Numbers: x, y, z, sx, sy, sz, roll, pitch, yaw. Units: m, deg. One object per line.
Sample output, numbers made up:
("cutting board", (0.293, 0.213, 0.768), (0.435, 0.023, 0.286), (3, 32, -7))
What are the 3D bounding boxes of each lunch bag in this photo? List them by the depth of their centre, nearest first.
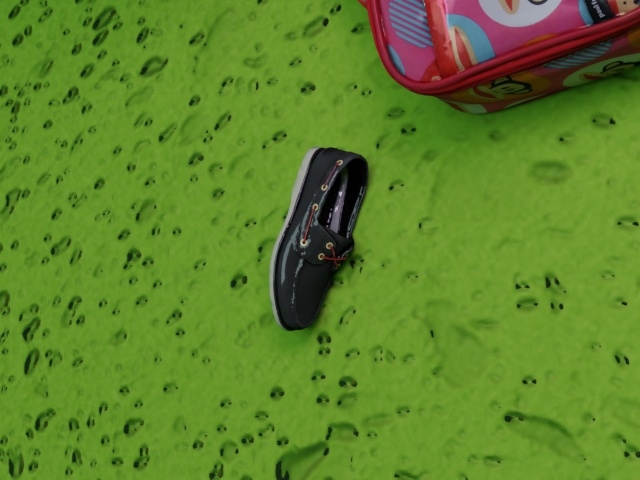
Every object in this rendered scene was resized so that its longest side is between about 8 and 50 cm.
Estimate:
("lunch bag", (0.117, -0.239, 1.255), (0.258, 0.120, 0.293), (-18, 74, 29))

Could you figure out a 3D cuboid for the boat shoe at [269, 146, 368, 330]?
("boat shoe", (-0.001, 0.000, 1.306), (0.042, 0.049, 0.133), (9, 80, 38))
